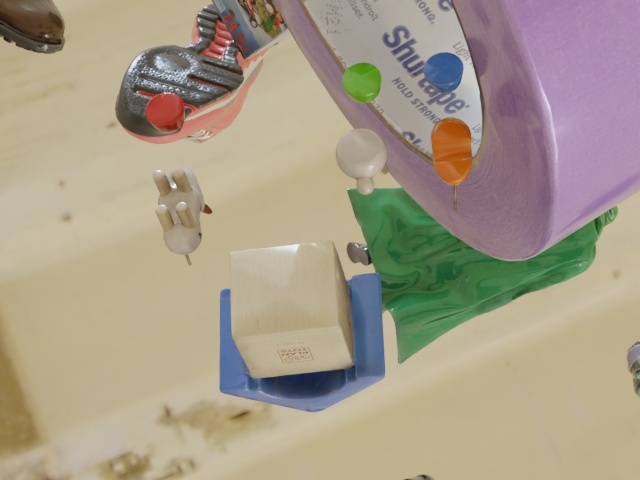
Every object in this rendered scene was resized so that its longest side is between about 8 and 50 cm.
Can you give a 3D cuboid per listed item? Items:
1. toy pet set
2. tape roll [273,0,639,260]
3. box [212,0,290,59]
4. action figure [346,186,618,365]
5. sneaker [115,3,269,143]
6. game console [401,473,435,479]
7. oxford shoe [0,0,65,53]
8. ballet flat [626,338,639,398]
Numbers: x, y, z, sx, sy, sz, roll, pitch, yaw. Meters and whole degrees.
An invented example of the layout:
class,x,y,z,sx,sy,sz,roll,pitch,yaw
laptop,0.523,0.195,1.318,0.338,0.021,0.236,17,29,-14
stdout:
class,x,y,z,sx,sy,sz,roll,pitch,yaw
toy pet set,0.000,0.000,0.537,0.065,0.122,0.114,71,14,-61
tape roll,0.048,-0.130,0.588,0.274,0.090,0.275,56,-11,17
box,-0.073,-0.294,1.253,0.159,0.044,0.233,-25,-85,57
action figure,0.137,0.003,1.113,0.063,0.232,0.137,-14,-90,68
sneaker,-0.134,-0.155,1.597,0.314,0.116,0.136,-53,160,-57
game console,0.063,0.239,0.860,0.173,0.250,0.293,54,3,13
oxford shoe,-0.279,-0.253,1.209,0.227,0.083,0.096,53,-58,21
ballet flat,0.283,0.108,1.211,0.041,0.041,0.114,63,6,25
